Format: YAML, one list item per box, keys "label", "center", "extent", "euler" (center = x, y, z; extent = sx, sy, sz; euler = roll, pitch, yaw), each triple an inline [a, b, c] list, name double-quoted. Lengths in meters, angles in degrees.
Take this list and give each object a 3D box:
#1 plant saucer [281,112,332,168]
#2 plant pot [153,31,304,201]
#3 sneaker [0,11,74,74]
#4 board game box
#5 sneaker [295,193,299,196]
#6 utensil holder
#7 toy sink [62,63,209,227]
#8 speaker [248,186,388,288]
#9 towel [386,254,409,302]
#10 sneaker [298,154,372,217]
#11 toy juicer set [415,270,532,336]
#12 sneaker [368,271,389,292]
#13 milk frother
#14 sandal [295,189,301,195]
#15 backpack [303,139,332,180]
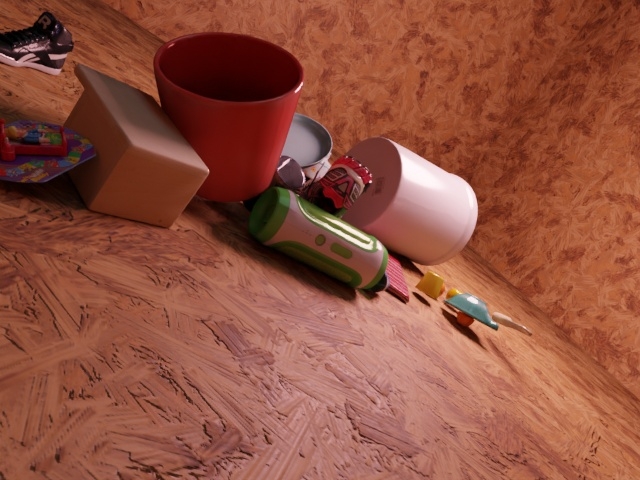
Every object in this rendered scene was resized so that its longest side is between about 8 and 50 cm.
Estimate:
- label: "plant saucer"
  center: [-0.120, -0.332, 1.867]
  extent: [0.317, 0.044, 0.318]
  euler: [7, 44, -7]
- label: "plant pot"
  center: [-0.178, -0.225, 1.062]
  extent: [0.274, 0.243, 0.275]
  euler: [7, 42, -6]
- label: "sneaker"
  center: [-0.601, -0.422, 1.142]
  extent: [0.079, 0.121, 0.217]
  euler: [36, 14, 6]
- label: "board game box"
  center: [-0.385, -0.134, 0.737]
  extent: [0.133, 0.033, 0.169]
  euler: [23, 34, 8]
- label: "sneaker"
  center: [-0.036, -0.095, 1.571]
  extent: [0.109, 0.040, 0.043]
  euler: [41, 13, 19]
- label: "utensil holder"
  center: [0.261, -0.122, 1.796]
  extent: [0.385, 0.328, 0.328]
  euler: [20, 20, -39]
- label: "toy sink"
  center: [-0.316, -0.146, 0.887]
  extent: [0.234, 0.131, 0.152]
  euler: [50, 19, 30]
- label: "speaker"
  center: [0.000, 0.000, 1.164]
  extent: [0.296, 0.131, 0.131]
  euler: [27, 16, -30]
- label: "towel"
  center: [0.151, 0.061, 1.521]
  extent: [0.198, 0.031, 0.275]
  euler: [36, 15, -8]
- label: "sneaker"
  center: [0.000, -0.088, 1.273]
  extent: [0.121, 0.112, 0.299]
  euler: [41, -28, -2]
- label: "toy juicer set"
  center: [0.424, 0.203, 1.605]
  extent: [0.329, 0.090, 0.209]
  euler: [29, 0, 10]
- label: "sneaker"
  center: [0.087, 0.049, 1.336]
  extent: [0.211, 0.080, 0.081]
  euler: [51, 10, 24]
- label: "milk frother"
  center: [-0.083, -0.092, 1.249]
  extent: [0.143, 0.134, 0.129]
  euler: [21, 52, -36]
- label: "sandal"
  center: [-0.075, -0.165, 1.668]
  extent: [0.219, 0.060, 0.090]
  euler: [34, 14, -5]
- label: "backpack"
  center: [-0.039, -0.287, 2.000]
  extent: [0.188, 0.144, 0.166]
  euler: [44, 10, 19]
